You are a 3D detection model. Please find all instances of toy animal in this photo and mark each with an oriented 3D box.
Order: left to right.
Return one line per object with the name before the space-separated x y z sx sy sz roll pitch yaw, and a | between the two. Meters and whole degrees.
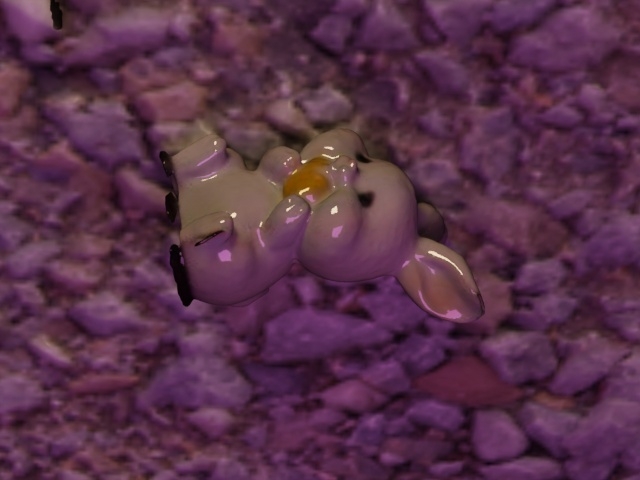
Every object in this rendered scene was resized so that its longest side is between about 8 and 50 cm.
toy animal | -0.001 -0.005 0.837 0.124 0.071 0.085 -10 123 -1
